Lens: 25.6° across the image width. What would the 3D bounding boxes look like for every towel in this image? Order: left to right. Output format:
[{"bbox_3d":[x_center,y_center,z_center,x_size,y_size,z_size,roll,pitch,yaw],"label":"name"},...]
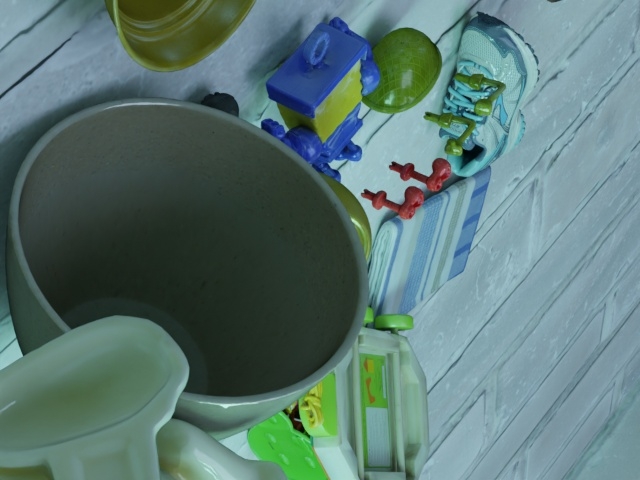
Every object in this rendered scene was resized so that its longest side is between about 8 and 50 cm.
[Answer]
[{"bbox_3d":[0.154,0.013,2.098,0.285,0.034,0.209,-30,142,-47],"label":"towel"}]

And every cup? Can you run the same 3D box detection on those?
[{"bbox_3d":[-0.152,0.066,1.320,0.331,0.331,0.237,-35,166,-42],"label":"cup"}]

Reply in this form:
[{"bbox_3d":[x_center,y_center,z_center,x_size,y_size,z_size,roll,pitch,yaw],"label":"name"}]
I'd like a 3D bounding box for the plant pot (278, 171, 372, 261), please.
[{"bbox_3d":[0.000,0.000,1.436,0.134,0.095,0.134,-4,100,-23],"label":"plant pot"}]

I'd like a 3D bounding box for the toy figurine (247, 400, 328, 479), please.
[{"bbox_3d":[-0.018,0.225,1.956,0.159,0.130,0.173,-58,134,-36],"label":"toy figurine"}]

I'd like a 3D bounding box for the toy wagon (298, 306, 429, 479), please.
[{"bbox_3d":[0.054,0.225,1.909,0.344,0.068,0.267,16,69,-57],"label":"toy wagon"}]

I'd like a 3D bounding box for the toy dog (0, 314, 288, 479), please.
[{"bbox_3d":[-0.195,0.302,1.128,0.395,0.285,0.408,-24,156,-4],"label":"toy dog"}]

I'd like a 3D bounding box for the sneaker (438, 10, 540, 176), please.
[{"bbox_3d":[0.221,-0.187,1.926,0.122,0.110,0.283,-45,151,-23],"label":"sneaker"}]

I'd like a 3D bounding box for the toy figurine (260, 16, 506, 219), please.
[{"bbox_3d":[0.043,-0.159,1.547,0.362,0.191,0.217,-49,148,-24],"label":"toy figurine"}]

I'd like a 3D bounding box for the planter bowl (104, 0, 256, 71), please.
[{"bbox_3d":[-0.132,-0.262,1.211,0.217,0.090,0.217,-43,151,-32],"label":"planter bowl"}]

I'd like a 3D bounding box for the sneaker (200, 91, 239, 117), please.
[{"bbox_3d":[-0.105,-0.040,1.479,0.078,0.106,0.234,-25,138,-52],"label":"sneaker"}]

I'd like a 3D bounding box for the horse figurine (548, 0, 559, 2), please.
[{"bbox_3d":[0.383,-0.453,1.989,0.174,0.066,0.263,-19,131,-62],"label":"horse figurine"}]
